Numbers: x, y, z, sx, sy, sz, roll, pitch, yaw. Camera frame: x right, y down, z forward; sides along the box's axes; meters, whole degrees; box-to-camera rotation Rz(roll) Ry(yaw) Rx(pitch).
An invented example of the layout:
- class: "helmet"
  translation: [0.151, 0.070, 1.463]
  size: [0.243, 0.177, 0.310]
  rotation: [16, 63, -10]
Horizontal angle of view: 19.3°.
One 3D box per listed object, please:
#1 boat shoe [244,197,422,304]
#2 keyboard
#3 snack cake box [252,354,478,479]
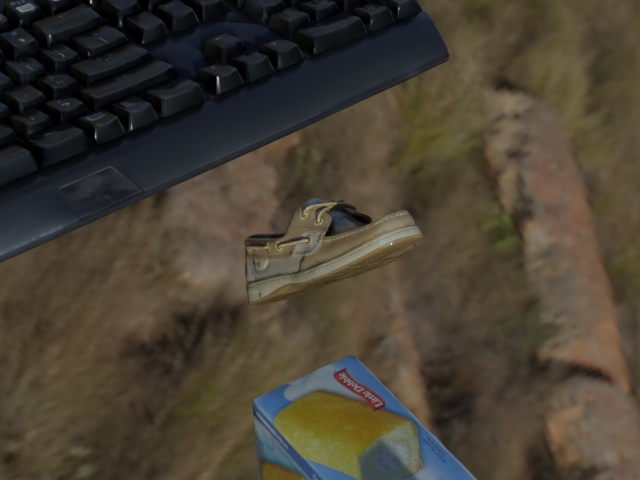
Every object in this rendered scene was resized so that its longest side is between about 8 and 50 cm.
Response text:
- class: "boat shoe"
  translation: [0.000, 0.000, 1.291]
  size: [0.063, 0.170, 0.059]
  rotation: [-10, 83, -43]
- class: "keyboard"
  translation: [-0.128, -0.055, 0.608]
  size: [0.317, 0.201, 0.033]
  rotation: [-26, 130, -35]
- class: "snack cake box"
  translation: [0.060, 0.218, 1.273]
  size: [0.264, 0.089, 0.152]
  rotation: [43, -34, 42]
